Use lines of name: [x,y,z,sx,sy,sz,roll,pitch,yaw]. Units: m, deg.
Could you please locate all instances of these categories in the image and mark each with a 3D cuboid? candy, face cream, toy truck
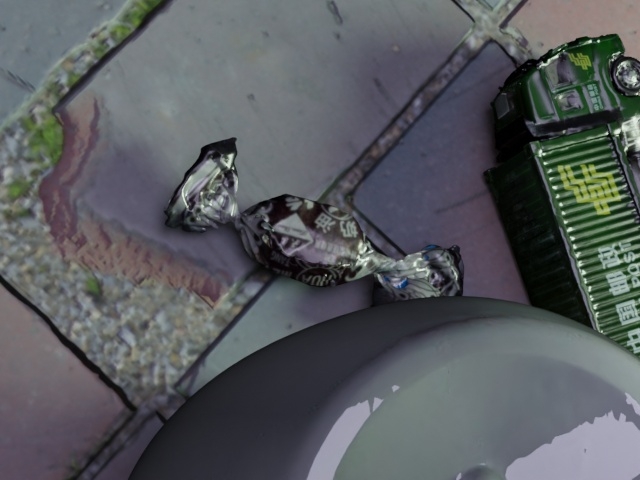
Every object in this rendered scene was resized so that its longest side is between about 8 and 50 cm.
candy: [0.000,0.000,0.985,0.226,0.051,0.094,21,61,-12]
face cream: [0.030,0.155,0.785,0.312,0.357,0.219,-18,82,-20]
toy truck: [0.207,-0.019,1.030,0.121,0.088,0.259,-15,82,-20]
